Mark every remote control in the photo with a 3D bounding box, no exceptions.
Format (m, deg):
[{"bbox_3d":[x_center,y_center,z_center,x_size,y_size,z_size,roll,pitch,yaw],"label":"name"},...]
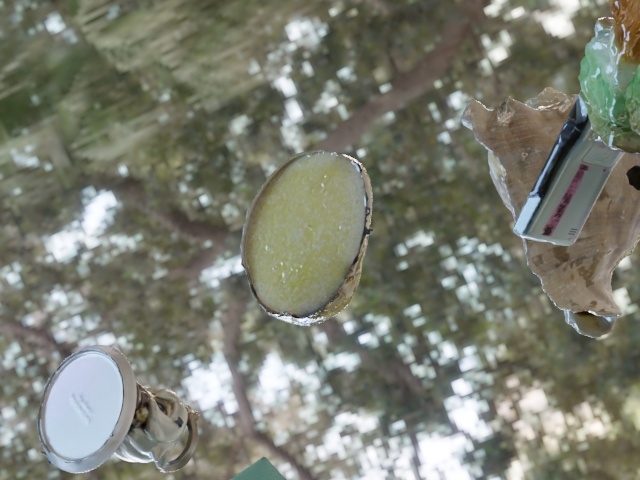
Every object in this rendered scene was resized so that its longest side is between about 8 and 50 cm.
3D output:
[{"bbox_3d":[0.209,-0.069,1.167,0.065,0.166,0.029,9,-156,-39],"label":"remote control"}]

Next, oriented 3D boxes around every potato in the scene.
[{"bbox_3d":[0.000,0.000,1.701,0.081,0.164,0.200,27,-108,-58],"label":"potato"}]

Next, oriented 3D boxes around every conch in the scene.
[{"bbox_3d":[0.270,-0.062,1.625,0.263,0.186,0.324,27,-153,-36],"label":"conch"}]

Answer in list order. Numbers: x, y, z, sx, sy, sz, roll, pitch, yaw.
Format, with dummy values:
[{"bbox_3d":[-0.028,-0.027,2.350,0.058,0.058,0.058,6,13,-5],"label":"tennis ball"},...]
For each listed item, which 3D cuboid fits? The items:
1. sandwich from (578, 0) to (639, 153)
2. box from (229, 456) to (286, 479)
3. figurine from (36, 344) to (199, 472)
[{"bbox_3d":[0.202,-0.113,0.615,0.109,0.184,0.160,-121,23,-74],"label":"sandwich"},{"bbox_3d":[-0.133,0.313,1.433,0.041,0.229,0.162,46,-133,16],"label":"box"},{"bbox_3d":[-0.192,0.186,1.524,0.153,0.132,0.132,29,-138,-49],"label":"figurine"}]
